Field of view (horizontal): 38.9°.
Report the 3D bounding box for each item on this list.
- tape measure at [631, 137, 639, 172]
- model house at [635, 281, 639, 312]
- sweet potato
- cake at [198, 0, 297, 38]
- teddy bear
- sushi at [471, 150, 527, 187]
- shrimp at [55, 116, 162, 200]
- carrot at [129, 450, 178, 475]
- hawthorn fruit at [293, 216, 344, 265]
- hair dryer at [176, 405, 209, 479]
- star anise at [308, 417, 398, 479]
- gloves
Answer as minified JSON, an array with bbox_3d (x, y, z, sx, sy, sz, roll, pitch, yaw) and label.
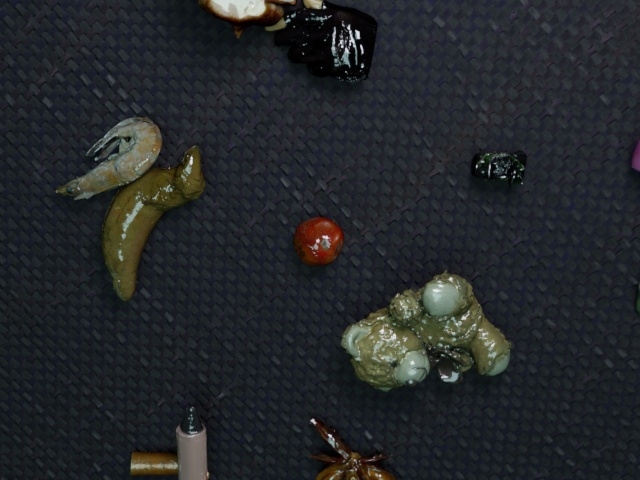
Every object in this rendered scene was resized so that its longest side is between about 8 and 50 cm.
[{"bbox_3d":[0.574,-0.130,1.474,0.125,0.118,0.074,14,102,-18],"label":"tape measure"},{"bbox_3d":[0.703,0.102,1.482,0.312,0.245,0.280,40,133,20],"label":"model house"},{"bbox_3d":[-0.299,-0.048,1.552,0.124,0.098,0.310,44,107,23],"label":"sweet potato"},{"bbox_3d":[-0.104,-0.464,1.403,0.196,0.199,0.293,6,108,-3],"label":"cake"},{"bbox_3d":[0.164,0.164,1.549,0.256,0.156,0.267,-34,129,6],"label":"teddy bear"},{"bbox_3d":[0.297,-0.123,1.508,0.083,0.085,0.056,10,103,2],"label":"sushi"},{"bbox_3d":[-0.364,-0.138,1.550,0.223,0.047,0.126,-22,59,19],"label":"shrimp"},{"bbox_3d":[-0.285,0.415,1.688,0.139,0.048,0.048,-1,103,2],"label":"carrot"},{"bbox_3d":[0.000,0.000,1.562,0.093,0.093,0.093,1,103,3],"label":"hawthorn fruit"},{"bbox_3d":[-0.214,0.442,1.628,0.189,0.107,0.344,3,117,2],"label":"hair dryer"},{"bbox_3d":[0.048,0.433,1.668,0.212,0.053,0.157,25,103,-4],"label":"star anise"},{"bbox_3d":[-0.003,-0.329,1.467,0.180,0.106,0.129,10,105,-3],"label":"gloves"}]
